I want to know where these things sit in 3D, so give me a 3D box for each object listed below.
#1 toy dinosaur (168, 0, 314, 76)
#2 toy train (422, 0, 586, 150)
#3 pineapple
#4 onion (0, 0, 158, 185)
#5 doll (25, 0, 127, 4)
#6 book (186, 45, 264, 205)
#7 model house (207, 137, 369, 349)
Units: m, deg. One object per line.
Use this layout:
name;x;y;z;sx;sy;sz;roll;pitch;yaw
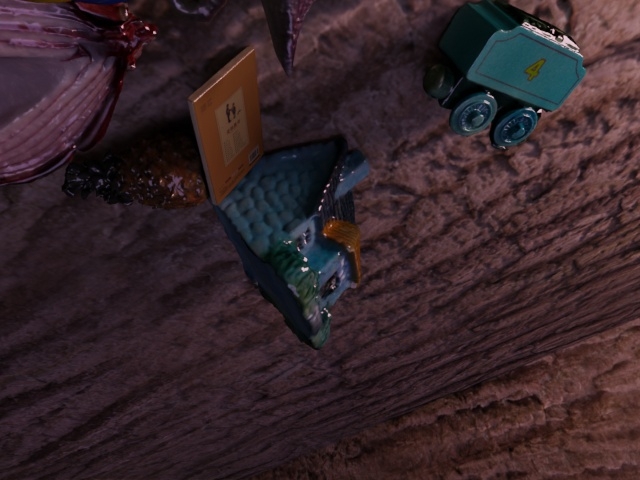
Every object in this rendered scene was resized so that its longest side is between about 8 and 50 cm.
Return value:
toy dinosaur;-0.061;-0.295;0.428;0.162;0.077;0.294;2;141;-10
toy train;0.232;-0.211;0.631;0.197;0.107;0.154;8;133;-28
pineapple;-0.244;-0.085;0.644;0.197;0.108;0.108;-6;145;-1
onion;-0.297;-0.179;0.471;0.283;0.120;0.227;-19;146;-5
doll;-0.152;-0.302;0.307;0.311;0.243;0.159;-42;166;30
book;-0.111;-0.138;0.616;0.012;0.118;0.172;25;147;16
model house;0.000;0.000;0.778;0.241;0.226;0.261;-39;151;-16
